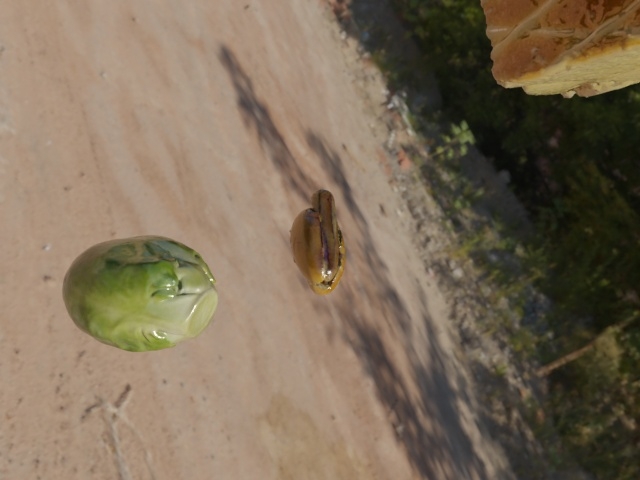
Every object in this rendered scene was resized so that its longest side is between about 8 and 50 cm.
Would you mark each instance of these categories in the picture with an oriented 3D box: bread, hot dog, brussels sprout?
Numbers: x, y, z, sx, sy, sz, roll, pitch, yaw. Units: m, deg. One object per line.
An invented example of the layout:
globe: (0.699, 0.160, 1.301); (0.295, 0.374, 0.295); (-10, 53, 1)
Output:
bread: (0.466, -0.442, 1.390); (0.279, 0.390, 0.371); (-5, 82, -46)
hot dog: (0.001, 0.001, 1.140); (0.090, 0.060, 0.140); (44, 32, -41)
brussels sprout: (-0.179, 0.054, 0.861); (0.155, 0.117, 0.155); (16, 14, -4)
